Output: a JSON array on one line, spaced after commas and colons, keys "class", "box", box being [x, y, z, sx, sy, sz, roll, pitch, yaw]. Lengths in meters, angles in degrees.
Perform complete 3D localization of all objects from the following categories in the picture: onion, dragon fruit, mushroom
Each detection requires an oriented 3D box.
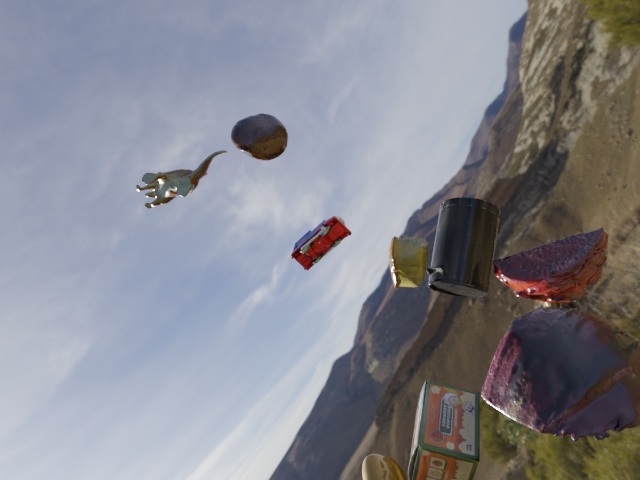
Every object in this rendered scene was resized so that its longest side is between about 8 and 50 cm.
[{"class": "onion", "box": [0.474, 0.215, 0.840, 0.314, 0.146, 0.280, -24, 11, -23]}, {"class": "dragon fruit", "box": [0.679, 0.123, 1.284, 0.317, 0.205, 0.152, -25, 30, 31]}, {"class": "mushroom", "box": [-0.121, -0.213, 0.911, 0.123, 0.123, 0.052, -48, -13, -39]}]

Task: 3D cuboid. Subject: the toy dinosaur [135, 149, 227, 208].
[{"class": "toy dinosaur", "box": [-0.242, -0.103, 0.820, 0.212, 0.057, 0.142, -15, 5, 7]}]

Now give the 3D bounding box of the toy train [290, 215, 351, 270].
[{"class": "toy train", "box": [0.000, 0.000, 1.462, 0.204, 0.083, 0.131, -41, 14, 19]}]

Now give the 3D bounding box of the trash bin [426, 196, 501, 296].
[{"class": "trash bin", "box": [0.488, 0.031, 1.538, 0.203, 0.252, 0.302, -18, 54, 61]}]

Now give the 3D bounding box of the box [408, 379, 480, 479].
[{"class": "box", "box": [0.305, 0.489, 1.123, 0.195, 0.148, 0.178, -62, -24, -52]}]

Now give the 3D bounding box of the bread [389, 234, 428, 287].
[{"class": "bread", "box": [0.205, 0.052, 1.068, 0.156, 0.086, 0.125, -6, -81, -71]}]

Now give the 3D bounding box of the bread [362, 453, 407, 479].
[{"class": "bread", "box": [0.126, 0.515, 0.783, 0.305, 0.091, 0.142, -86, -7, -71]}]
